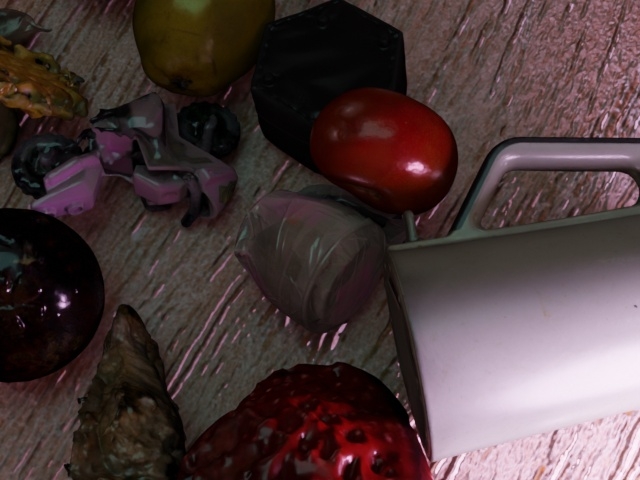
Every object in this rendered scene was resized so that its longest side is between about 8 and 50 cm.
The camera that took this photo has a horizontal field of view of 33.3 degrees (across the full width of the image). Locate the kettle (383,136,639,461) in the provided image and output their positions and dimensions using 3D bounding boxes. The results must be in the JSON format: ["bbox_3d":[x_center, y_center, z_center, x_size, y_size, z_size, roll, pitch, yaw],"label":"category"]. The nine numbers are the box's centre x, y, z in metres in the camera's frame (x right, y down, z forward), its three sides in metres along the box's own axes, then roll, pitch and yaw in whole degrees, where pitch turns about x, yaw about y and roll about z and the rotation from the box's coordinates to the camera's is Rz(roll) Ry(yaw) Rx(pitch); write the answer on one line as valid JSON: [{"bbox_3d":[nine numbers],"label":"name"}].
[{"bbox_3d":[0.271,0.050,1.281,0.377,0.250,0.361,-11,75,-1],"label":"kettle"}]

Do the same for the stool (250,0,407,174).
[{"bbox_3d":[0.014,-0.221,1.525,0.232,0.141,0.232,-4,62,7],"label":"stool"}]

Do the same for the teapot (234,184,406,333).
[{"bbox_3d":[-0.004,-0.006,1.405,0.178,0.163,0.221,33,70,26],"label":"teapot"}]

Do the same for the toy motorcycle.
[{"bbox_3d":[-0.253,-0.095,1.489,0.327,0.143,0.188,-15,63,-19],"label":"toy motorcycle"}]

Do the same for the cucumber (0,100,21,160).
[{"bbox_3d":[-0.572,-0.209,1.610,0.244,0.134,0.134,35,72,27],"label":"cucumber"}]

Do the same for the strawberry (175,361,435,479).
[{"bbox_3d":[-0.010,0.290,1.219,0.318,0.295,0.345,-17,25,18],"label":"strawberry"}]

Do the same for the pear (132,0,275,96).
[{"bbox_3d":[-0.169,-0.330,1.573,0.213,0.212,0.269,10,60,13],"label":"pear"}]

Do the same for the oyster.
[{"bbox_3d":[-0.233,0.235,1.313,0.133,0.197,0.337,-14,42,-6],"label":"oyster"}]

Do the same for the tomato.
[{"bbox_3d":[0.083,-0.117,1.364,0.195,0.195,0.136,23,82,18],"label":"tomato"}]

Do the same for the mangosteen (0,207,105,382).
[{"bbox_3d":[-0.411,0.059,1.421,0.231,0.231,0.289,-34,25,-10],"label":"mangosteen"}]

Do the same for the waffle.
[{"bbox_3d":[-0.466,-0.254,1.555,0.281,0.262,0.060,23,103,-17],"label":"waffle"}]

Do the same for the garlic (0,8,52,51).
[{"bbox_3d":[-0.509,-0.329,1.703,0.152,0.066,0.084,-30,90,-4],"label":"garlic"}]
